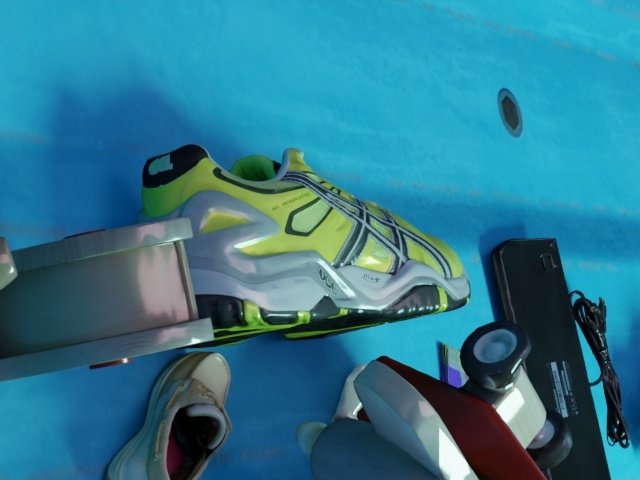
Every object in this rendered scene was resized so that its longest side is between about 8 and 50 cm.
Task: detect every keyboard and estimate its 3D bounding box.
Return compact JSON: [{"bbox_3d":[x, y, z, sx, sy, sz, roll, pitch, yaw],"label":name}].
[{"bbox_3d":[0.251,0.151,2.028,0.201,0.033,0.317,-2,78,-53],"label":"keyboard"}]

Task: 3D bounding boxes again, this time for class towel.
[{"bbox_3d":[0.131,0.140,1.853,0.060,0.009,0.083,28,53,-50],"label":"towel"}]

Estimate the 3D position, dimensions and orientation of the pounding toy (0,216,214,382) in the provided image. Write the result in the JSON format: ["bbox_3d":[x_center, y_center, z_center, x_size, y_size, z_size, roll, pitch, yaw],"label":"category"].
[{"bbox_3d":[-0.151,0.004,1.238,0.269,0.154,0.155,1,77,-86],"label":"pounding toy"}]

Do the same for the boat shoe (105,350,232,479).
[{"bbox_3d":[-0.093,0.136,1.435,0.063,0.059,0.170,59,33,-24],"label":"boat shoe"}]

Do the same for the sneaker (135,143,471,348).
[{"bbox_3d":[0.000,0.000,1.575,0.385,0.145,0.147,4,73,-60],"label":"sneaker"}]

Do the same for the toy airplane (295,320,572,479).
[{"bbox_3d":[0.121,0.265,1.522,0.386,0.272,0.384,61,-2,4],"label":"toy airplane"}]
